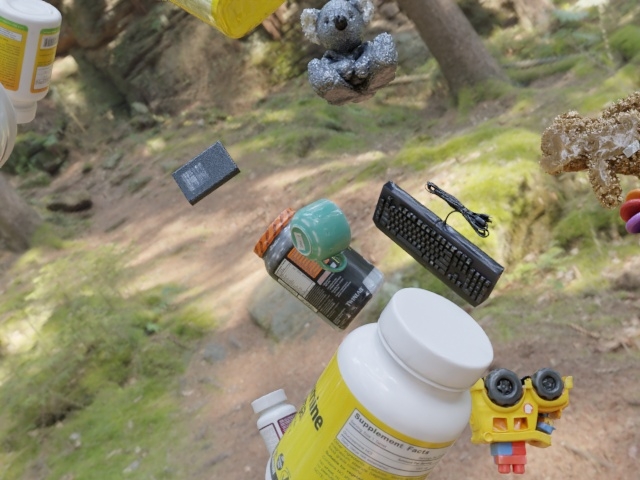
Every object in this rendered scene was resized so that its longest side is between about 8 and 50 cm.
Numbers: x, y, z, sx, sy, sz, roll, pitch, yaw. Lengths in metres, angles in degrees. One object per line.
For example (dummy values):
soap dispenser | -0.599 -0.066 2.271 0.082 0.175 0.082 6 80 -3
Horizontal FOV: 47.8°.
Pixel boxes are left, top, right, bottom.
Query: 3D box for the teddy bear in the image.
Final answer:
teddy bear | 0.619 -0.186 1.448 0.338 0.245 0.113 -18 -21 34

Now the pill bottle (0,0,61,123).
pill bottle | -0.639 -0.380 1.530 0.246 0.136 0.136 -66 -9 29

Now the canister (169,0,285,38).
canister | -0.123 -0.317 0.851 0.126 0.170 0.073 -43 -34 -13

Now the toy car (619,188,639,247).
toy car | 0.832 -0.056 1.827 0.136 0.182 0.159 3 -38 -16

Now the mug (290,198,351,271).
mug | 0.000 -0.008 1.635 0.097 0.158 0.129 -27 -23 -30

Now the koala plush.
koala plush | 0.054 -0.429 1.588 0.196 0.221 0.203 -20 -8 6

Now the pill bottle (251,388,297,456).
pill bottle | -0.106 0.542 2.042 0.121 0.221 0.121 -24 -14 -6

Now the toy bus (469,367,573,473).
toy bus | 0.420 0.380 1.519 0.220 0.212 0.149 -2 -20 -4

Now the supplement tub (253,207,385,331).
supplement tub | -0.006 0.075 1.990 0.207 0.338 0.207 -50 -4 -5

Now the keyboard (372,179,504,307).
keyboard | 0.242 -0.018 1.483 0.033 0.317 0.202 -24 -35 -42

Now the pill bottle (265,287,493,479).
pill bottle | 0.075 0.232 0.942 0.334 0.187 0.188 -60 -4 25

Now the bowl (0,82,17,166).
bowl | -0.648 -0.161 1.155 0.297 0.298 0.134 -35 43 11

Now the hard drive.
hard drive | -0.259 -0.153 1.632 0.135 0.094 0.022 -35 -24 0
